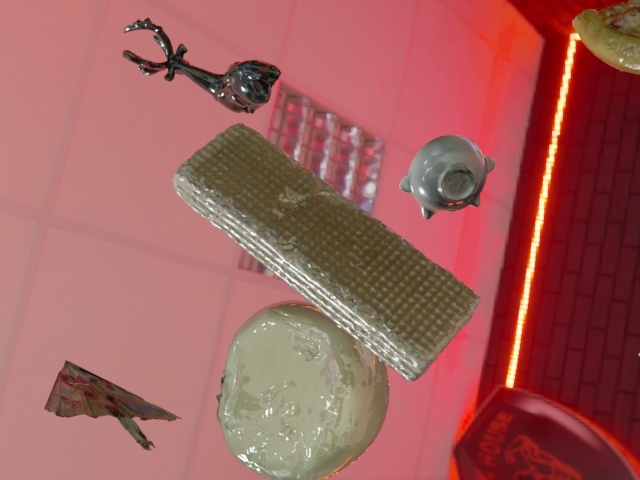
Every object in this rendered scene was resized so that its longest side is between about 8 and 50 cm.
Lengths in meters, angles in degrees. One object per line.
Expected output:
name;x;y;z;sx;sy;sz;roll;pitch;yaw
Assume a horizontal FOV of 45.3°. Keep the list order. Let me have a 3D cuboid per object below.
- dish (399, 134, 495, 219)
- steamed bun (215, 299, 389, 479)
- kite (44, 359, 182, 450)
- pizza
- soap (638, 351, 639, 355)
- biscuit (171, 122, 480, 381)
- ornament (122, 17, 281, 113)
dish;0.333;-0.143;1.898;0.236;0.086;0.228;-35;-66;4
steamed bun;-0.014;0.290;1.461;0.233;0.312;0.333;17;-89;-59
kite;-0.371;0.282;1.326;0.013;0.268;0.323;-60;-31;4
pizza;0.466;-0.284;0.981;0.197;0.292;0.058;-45;-47;-12
soap;0.698;0.151;1.376;0.232;0.140;0.073;-51;-58;-12
biscuit;0.000;0.000;1.006;0.144;0.426;0.078;-44;-18;-29
ornament;-0.198;-0.276;1.209;0.236;0.202;0.080;24;-96;-19
